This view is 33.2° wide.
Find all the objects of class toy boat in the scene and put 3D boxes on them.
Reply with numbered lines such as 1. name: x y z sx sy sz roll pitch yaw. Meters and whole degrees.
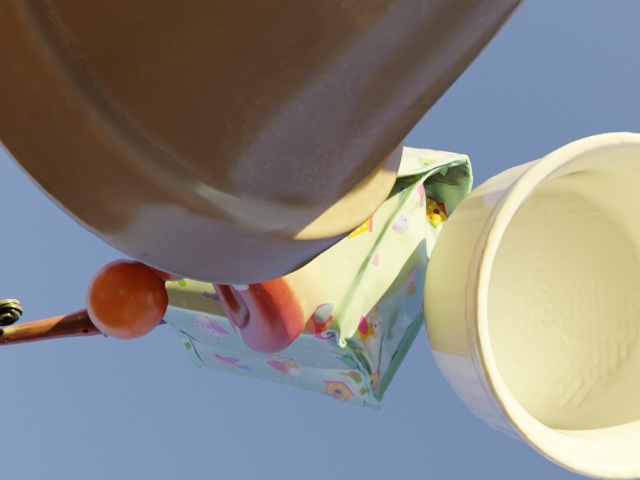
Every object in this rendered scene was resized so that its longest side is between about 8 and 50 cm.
1. toy boat: -0.111 0.010 0.793 0.151 0.231 0.151 -50 -155 -5

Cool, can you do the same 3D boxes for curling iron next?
1. curling iron: -0.225 0.077 1.060 0.274 0.068 0.035 -3 -118 -8

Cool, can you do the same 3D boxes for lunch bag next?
1. lunch bag: 0.000 0.000 1.004 0.223 0.160 0.262 9 -124 33

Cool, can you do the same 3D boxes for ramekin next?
1. ramekin: 0.223 0.054 0.912 0.277 0.135 0.277 0 -91 -20

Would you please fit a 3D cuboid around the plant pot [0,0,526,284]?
1. plant pot: -0.006 -0.139 0.496 0.229 0.263 0.263 -31 -110 37
